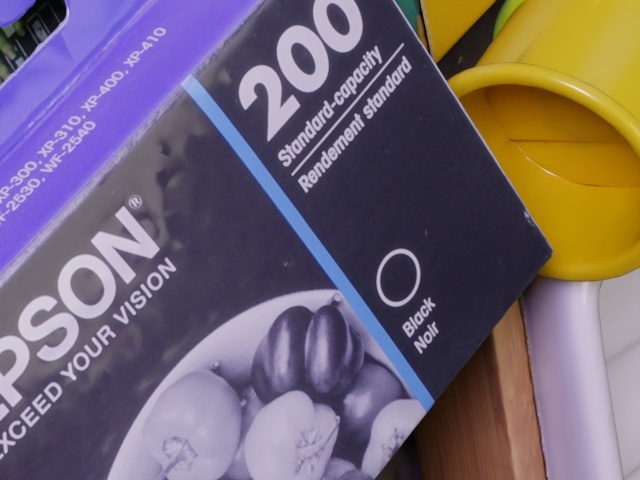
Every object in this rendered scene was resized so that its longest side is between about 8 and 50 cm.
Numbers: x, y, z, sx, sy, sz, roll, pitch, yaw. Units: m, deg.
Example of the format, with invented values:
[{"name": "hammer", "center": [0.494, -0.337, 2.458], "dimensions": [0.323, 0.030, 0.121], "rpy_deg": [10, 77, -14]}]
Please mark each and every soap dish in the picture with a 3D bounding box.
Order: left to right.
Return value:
[{"name": "soap dish", "center": [0.144, 0.087, 0.852], "dimensions": [0.229, 0.118, 0.290], "rpy_deg": [-28, 117, -38]}]

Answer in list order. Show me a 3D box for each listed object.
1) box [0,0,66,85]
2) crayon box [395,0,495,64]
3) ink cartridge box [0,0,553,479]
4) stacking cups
[{"name": "box", "center": [-0.141, -0.036, 0.583], "dimensions": [0.232, 0.058, 0.322], "rpy_deg": [-41, 126, -33]}, {"name": "crayon box", "center": [0.062, -0.296, 0.646], "dimensions": [0.313, 0.106, 0.363], "rpy_deg": [-49, 143, -29]}, {"name": "ink cartridge box", "center": [-0.044, 0.002, 0.593], "dimensions": [0.206, 0.045, 0.208], "rpy_deg": [-50, 122, -20]}, {"name": "stacking cups", "center": [0.145, -0.125, 0.761], "dimensions": [0.316, 0.096, 0.096], "rpy_deg": [-56, 132, -36]}]
